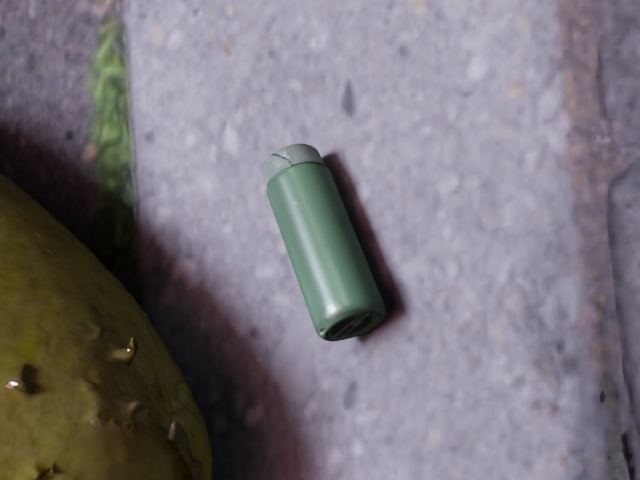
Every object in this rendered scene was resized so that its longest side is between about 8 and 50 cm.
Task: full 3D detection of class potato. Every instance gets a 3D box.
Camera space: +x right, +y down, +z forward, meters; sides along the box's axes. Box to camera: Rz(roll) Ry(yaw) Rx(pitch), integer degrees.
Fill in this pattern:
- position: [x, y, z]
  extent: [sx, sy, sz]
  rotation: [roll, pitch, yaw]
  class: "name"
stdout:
- position: [-0.221, 0.073, 0.868]
  extent: [0.359, 0.219, 0.269]
  rotation: [31, 72, 33]
  class: "potato"

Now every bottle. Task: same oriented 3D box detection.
- position: [0.000, 0.000, 0.825]
  extent: [0.030, 0.030, 0.083]
  rotation: [-36, 62, 30]
  class: "bottle"
